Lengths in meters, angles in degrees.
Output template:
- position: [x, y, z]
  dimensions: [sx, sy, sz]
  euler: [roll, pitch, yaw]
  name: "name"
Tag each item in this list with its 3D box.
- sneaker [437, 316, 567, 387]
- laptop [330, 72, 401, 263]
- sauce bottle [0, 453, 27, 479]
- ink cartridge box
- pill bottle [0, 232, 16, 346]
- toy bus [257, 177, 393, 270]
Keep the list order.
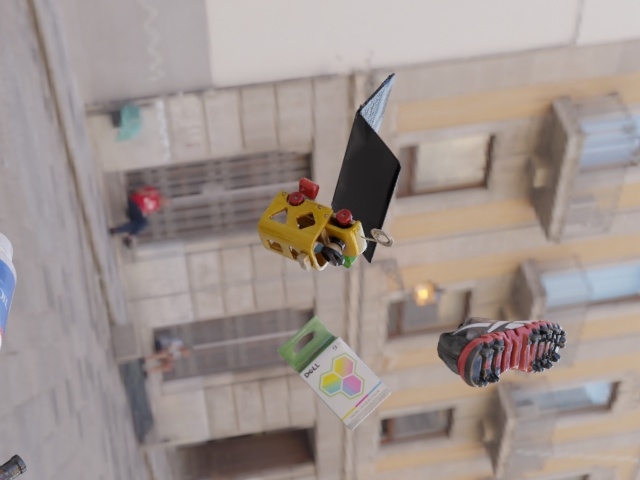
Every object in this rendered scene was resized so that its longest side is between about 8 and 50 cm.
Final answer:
- position: [0.312, 0.179, 1.947]
  dimensions: [0.135, 0.276, 0.098]
  euler: [24, -66, 46]
  name: "sneaker"
- position: [0.112, -0.138, 2.074]
  dimensions: [0.264, 0.136, 0.234]
  euler: [-50, 162, -48]
  name: "laptop"
- position: [-0.435, 0.321, 1.430]
  dimensions: [0.042, 0.128, 0.042]
  euler: [35, -37, 32]
  name: "sauce bottle"
- position: [0.026, 0.258, 2.190]
  dimensions: [0.209, 0.109, 0.062]
  euler: [48, -7, -3]
  name: "ink cartridge box"
- position: [-0.536, 0.081, 1.718]
  dimensions: [0.221, 0.124, 0.124]
  euler: [-97, -177, -51]
  name: "pill bottle"
- position: [-0.009, -0.001, 1.919]
  dimensions: [0.104, 0.191, 0.202]
  euler: [-55, -166, -24]
  name: "toy bus"
